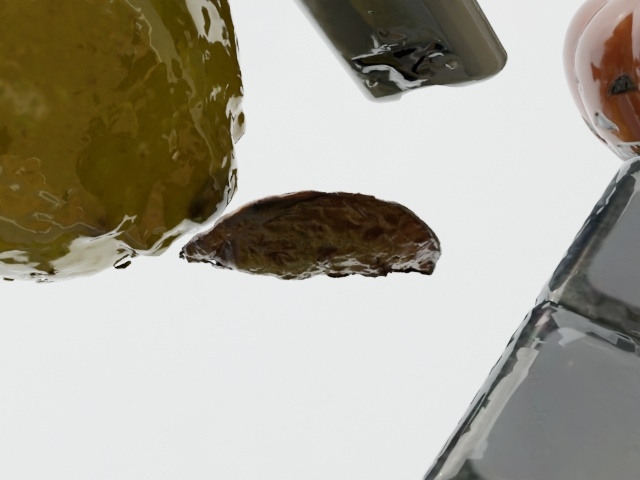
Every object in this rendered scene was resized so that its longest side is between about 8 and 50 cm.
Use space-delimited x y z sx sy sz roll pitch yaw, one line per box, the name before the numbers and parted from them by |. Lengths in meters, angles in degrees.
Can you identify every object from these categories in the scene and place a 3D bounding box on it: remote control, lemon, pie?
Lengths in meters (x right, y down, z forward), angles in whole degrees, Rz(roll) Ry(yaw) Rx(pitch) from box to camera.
remote control | -0.004 -0.185 0.607 0.313 0.109 0.055 48 -134 -39
lemon | -0.145 -0.087 0.497 0.204 0.260 0.204 -48 -16 -19
pie | 0.002 -0.001 0.726 0.191 0.033 0.088 3 -41 -14

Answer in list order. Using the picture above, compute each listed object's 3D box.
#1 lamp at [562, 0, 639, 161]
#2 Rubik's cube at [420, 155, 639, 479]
lamp | 0.276 -0.148 0.794 0.188 0.187 0.163 -32 -67 -8
Rubik's cube | 0.187 0.199 0.438 0.303 0.301 0.305 -49 -28 -31
